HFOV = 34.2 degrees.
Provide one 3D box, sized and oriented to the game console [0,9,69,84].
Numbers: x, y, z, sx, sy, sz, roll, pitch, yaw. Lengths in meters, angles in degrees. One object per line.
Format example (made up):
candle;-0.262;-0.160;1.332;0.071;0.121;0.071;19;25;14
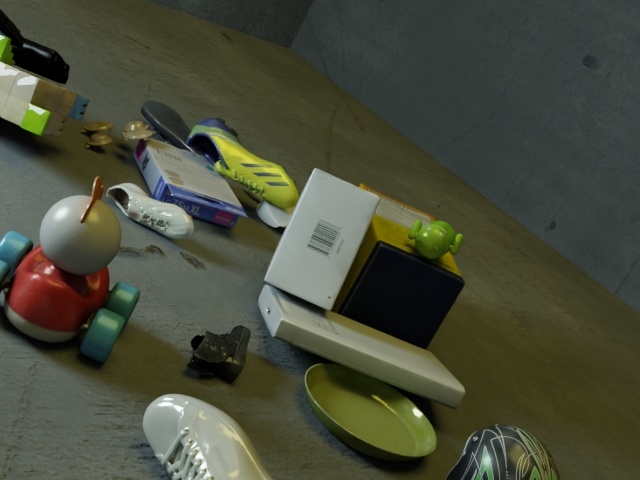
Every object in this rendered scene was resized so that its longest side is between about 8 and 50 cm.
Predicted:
game console;-0.641;-0.416;2.054;0.213;0.044;0.361;22;-9;9

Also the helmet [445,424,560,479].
helmet;0.280;0.366;1.560;0.169;0.161;0.169;25;18;-9

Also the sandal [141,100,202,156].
sandal;-0.353;-0.249;2.523;0.254;0.054;0.097;45;30;19

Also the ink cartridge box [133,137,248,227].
ink cartridge box;-0.283;-0.119;2.232;0.186;0.065;0.311;18;17;-29

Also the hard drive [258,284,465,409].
hard drive;0.066;0.188;1.863;0.353;0.047;0.233;23;7;-14

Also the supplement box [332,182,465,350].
supplement box;0.141;0.057;2.154;0.194;0.195;0.356;24;19;-13

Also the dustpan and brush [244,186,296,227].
dustpan and brush;-0.108;-0.082;2.417;0.147;0.060;0.211;-10;46;-43

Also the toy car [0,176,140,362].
toy car;-0.349;0.010;1.492;0.219;0.238;0.210;27;18;-6

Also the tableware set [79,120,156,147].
tableware set;-0.446;-0.238;2.290;0.169;0.020;0.141;-3;24;-6

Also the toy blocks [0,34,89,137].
toy blocks;-0.628;-0.303;2.091;0.381;0.190;0.261;24;3;17

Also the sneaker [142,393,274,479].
sneaker;-0.133;0.291;1.252;0.290;0.106;0.123;39;18;27

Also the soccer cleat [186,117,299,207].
soccer cleat;-0.178;-0.158;2.324;0.289;0.093;0.121;40;43;4

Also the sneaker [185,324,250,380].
sneaker;-0.163;0.166;1.640;0.089;0.051;0.170;29;21;-12

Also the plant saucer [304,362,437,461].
plant saucer;0.075;0.285;1.686;0.241;0.037;0.241;25;17;-8

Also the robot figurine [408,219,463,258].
robot figurine;0.221;-0.001;2.001;0.101;0.067;0.115;23;17;16

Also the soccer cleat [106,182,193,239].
soccer cleat;-0.327;-0.053;1.989;0.196;0.068;0.076;29;21;28

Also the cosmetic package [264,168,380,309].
cosmetic package;0.000;0.000;1.950;0.138;0.224;0.224;24;-2;0
